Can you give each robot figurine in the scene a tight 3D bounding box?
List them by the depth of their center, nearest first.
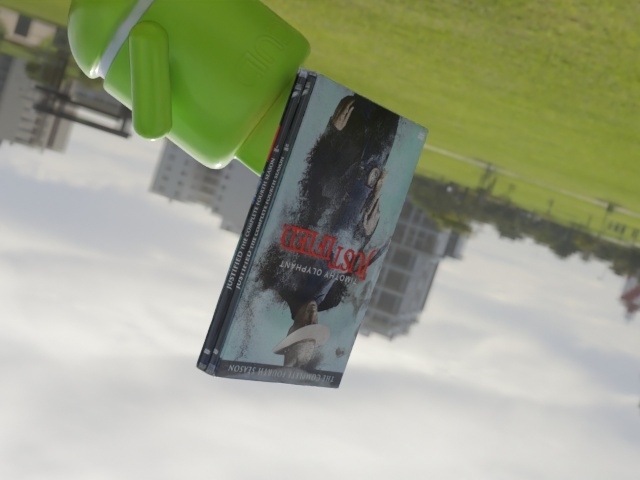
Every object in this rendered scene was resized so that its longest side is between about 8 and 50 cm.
[{"bbox_3d":[-0.051,-0.075,0.433,0.115,0.067,0.101,37,-159,-7],"label":"robot figurine"}]

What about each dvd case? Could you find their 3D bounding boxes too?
[{"bbox_3d":[0.000,0.000,0.430,0.013,0.119,0.087,22,-177,35],"label":"dvd case"}]
